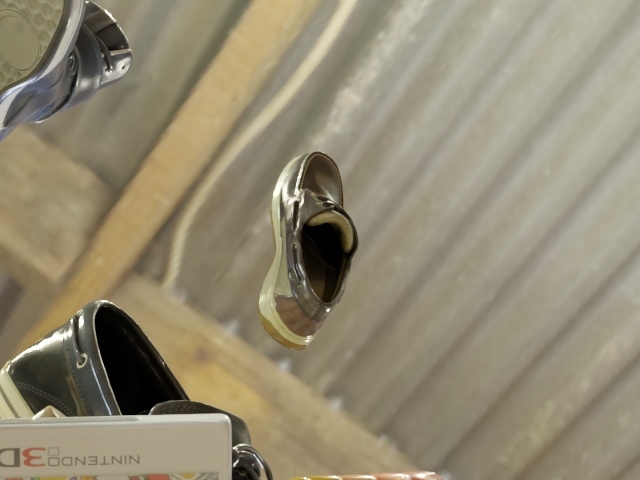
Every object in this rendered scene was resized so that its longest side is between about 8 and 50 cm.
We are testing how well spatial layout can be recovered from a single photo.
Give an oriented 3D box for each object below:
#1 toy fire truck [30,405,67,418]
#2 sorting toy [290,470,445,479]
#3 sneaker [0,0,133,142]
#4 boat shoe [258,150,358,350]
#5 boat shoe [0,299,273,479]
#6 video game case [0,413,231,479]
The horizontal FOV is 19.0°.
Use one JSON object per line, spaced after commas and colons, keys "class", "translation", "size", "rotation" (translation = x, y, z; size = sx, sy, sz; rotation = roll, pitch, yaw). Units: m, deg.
{"class": "toy fire truck", "translation": [-0.168, 0.239, 1.328], "size": [0.246, 0.217, 0.158], "rotation": [53, -16, -11]}
{"class": "sorting toy", "translation": [0.061, 0.269, 1.393], "size": [0.126, 0.365, 0.127], "rotation": [29, -77, -29]}
{"class": "sneaker", "translation": [-0.191, -0.154, 1.384], "size": [0.086, 0.163, 0.226], "rotation": [52, -42, 4]}
{"class": "boat shoe", "translation": [0.000, 0.000, 1.172], "size": [0.056, 0.152, 0.049], "rotation": [34, -49, -28]}
{"class": "boat shoe", "translation": [-0.129, 0.227, 1.742], "size": [0.187, 0.156, 0.500], "rotation": [32, 10, -49]}
{"class": "video game case", "translation": [-0.156, 0.218, 1.146], "size": [0.206, 0.026, 0.227], "rotation": [-1, -80, -6]}
